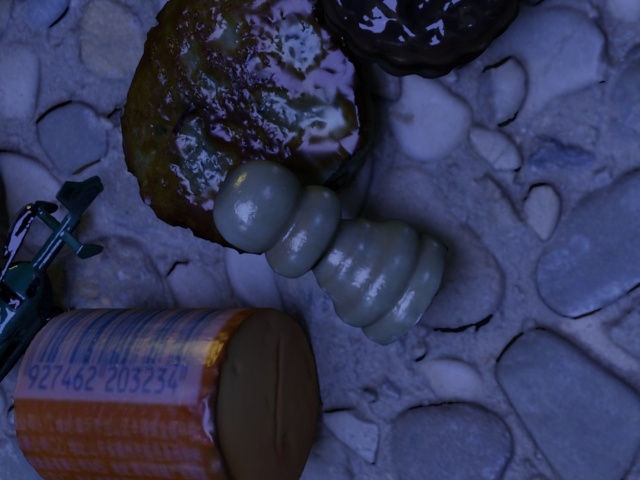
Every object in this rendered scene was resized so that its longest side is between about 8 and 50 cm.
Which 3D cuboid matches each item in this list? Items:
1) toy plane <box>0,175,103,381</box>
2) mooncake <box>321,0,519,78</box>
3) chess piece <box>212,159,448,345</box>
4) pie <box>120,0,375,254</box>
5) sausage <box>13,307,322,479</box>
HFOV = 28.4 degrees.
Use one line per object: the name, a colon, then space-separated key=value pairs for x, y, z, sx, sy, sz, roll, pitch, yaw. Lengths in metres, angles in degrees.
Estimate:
toy plane: x=-0.387 y=0.071 z=1.624 sx=0.106 sy=0.155 sz=0.382 roll=41 pitch=101 yaw=15
mooncake: x=0.097 y=-0.278 z=1.252 sx=0.228 sy=0.124 sz=0.228 roll=0 pitch=92 yaw=8
chess piece: x=0.000 y=0.000 z=1.340 sx=0.243 sy=0.133 sz=0.133 roll=30 pitch=120 yaw=-16
pie: x=-0.086 y=-0.154 z=1.424 sx=0.288 sy=0.103 sz=0.355 roll=48 pitch=120 yaw=11
sausage: x=-0.180 y=0.189 z=1.489 sx=0.287 sy=0.233 sz=0.233 roll=-4 pitch=100 yaw=29
